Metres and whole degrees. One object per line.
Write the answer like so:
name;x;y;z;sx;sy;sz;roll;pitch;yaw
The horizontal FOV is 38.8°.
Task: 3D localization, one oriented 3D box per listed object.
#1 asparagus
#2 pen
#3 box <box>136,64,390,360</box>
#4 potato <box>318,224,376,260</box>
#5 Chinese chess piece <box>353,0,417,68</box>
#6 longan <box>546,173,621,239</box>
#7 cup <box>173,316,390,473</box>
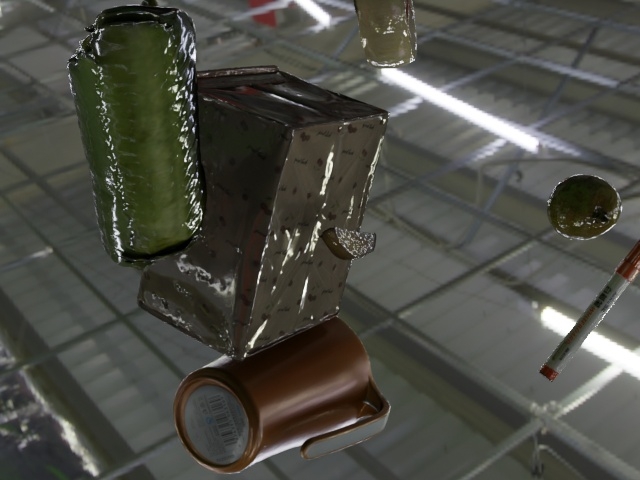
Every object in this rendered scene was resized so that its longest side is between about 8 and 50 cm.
asparagus;-0.153;-0.099;0.788;0.108;0.382;0.128;13;-120;1
pen;0.381;0.095;1.248;0.239;0.028;0.028;-54;-143;6
box;-0.072;-0.044;1.118;0.190;0.297;0.225;23;-156;28
potato;0.031;0.009;1.047;0.037;0.036;0.093;-24;163;29
Chinese chess piece;0.122;-0.457;1.760;0.103;0.249;0.249;-7;-149;11
longan;0.269;-0.031;0.916;0.075;0.075;0.083;-16;-156;-13
cup;-0.043;0.206;1.175;0.226;0.182;0.264;22;-161;26
